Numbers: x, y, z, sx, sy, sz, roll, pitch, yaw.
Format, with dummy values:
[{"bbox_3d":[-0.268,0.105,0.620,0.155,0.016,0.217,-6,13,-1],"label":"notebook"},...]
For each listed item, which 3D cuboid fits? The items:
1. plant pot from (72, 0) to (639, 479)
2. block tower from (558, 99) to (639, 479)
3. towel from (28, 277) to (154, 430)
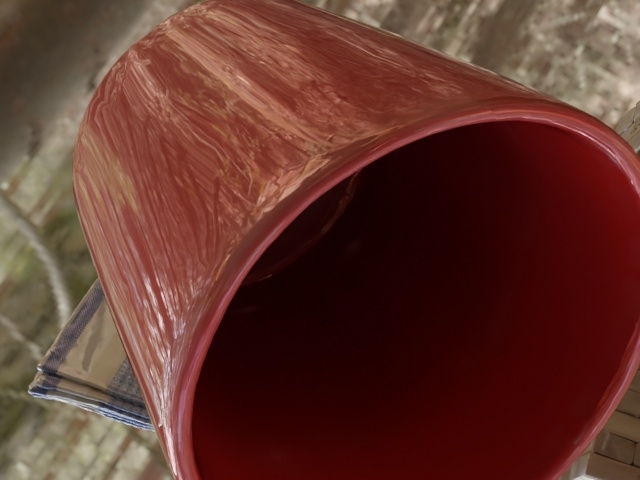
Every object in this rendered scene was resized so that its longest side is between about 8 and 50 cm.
[{"bbox_3d":[0.000,0.000,0.836,0.243,0.275,0.275,45,171,48],"label":"plant pot"},{"bbox_3d":[0.242,0.051,1.138,0.097,0.336,0.091,19,155,-9],"label":"block tower"},{"bbox_3d":[-0.116,0.113,1.541,0.285,0.209,0.034,15,137,14],"label":"towel"}]
